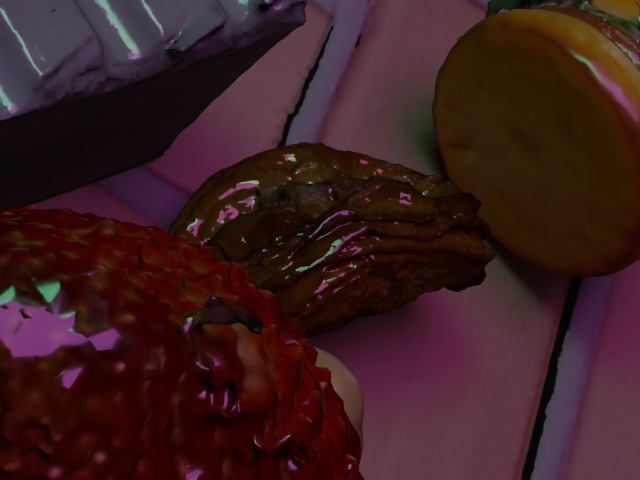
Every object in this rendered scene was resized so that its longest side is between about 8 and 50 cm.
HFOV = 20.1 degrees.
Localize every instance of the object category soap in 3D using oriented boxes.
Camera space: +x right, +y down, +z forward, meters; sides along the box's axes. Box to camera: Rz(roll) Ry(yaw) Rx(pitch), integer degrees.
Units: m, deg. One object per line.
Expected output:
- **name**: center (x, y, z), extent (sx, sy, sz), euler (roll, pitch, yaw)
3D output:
- **soap**: center (-0.278, -0.232, 1.192), extent (0.350, 0.213, 0.435), euler (-29, 81, -40)

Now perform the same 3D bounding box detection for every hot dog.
- **hot dog**: center (0.002, -0.003, 1.282), extent (0.259, 0.114, 0.175), euler (-13, 26, -41)

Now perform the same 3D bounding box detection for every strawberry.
- **strawberry**: center (-0.107, 0.105, 1.004), extent (0.292, 0.343, 0.292), euler (0, 68, -1)

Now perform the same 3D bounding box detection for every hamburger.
- **hamburger**: center (0.216, -0.100, 1.435), extent (0.170, 0.246, 0.246), euler (-30, 82, -34)

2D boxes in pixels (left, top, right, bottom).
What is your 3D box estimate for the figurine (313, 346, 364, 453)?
- **figurine**: center (-0.001, 0.165, 1.226), extent (0.114, 0.108, 0.196), euler (-29, 99, -32)
